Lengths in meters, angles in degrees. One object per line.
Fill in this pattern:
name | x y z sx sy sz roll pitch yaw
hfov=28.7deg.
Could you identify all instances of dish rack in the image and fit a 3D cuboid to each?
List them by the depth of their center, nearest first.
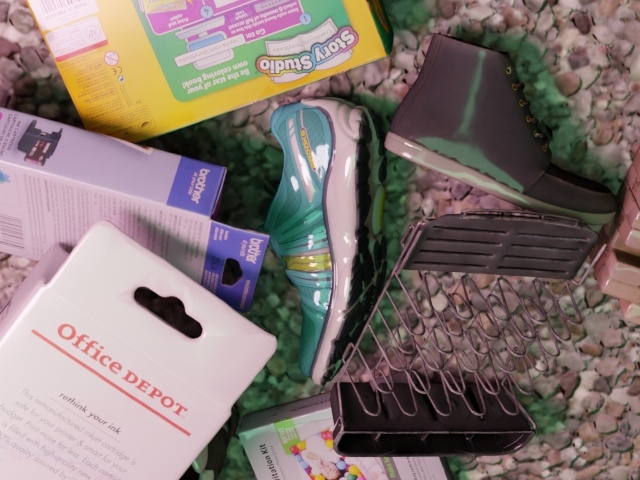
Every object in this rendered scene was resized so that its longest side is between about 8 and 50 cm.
dish rack | 0.134 0.086 1.122 0.208 0.074 0.271 3 133 -24

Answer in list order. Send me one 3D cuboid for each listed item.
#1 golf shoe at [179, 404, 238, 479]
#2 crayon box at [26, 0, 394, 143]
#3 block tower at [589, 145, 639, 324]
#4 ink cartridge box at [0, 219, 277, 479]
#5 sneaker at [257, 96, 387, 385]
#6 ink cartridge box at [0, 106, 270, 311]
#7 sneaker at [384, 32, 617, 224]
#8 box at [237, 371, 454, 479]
golf shoe | -0.167 0.276 1.269 0.105 0.120 0.273 17 115 -5
crayon box | -0.094 -0.198 1.075 0.278 0.081 0.165 -17 111 12
block tower | 0.338 -0.085 1.085 0.091 0.097 0.335 17 113 -4
ink cartridge box | -0.221 0.152 1.121 0.207 0.119 0.353 37 99 -15
sneaker | 0.000 0.000 1.162 0.110 0.107 0.275 9 111 21
ink cartridge box | -0.198 -0.028 1.118 0.311 0.065 0.186 17 153 -1
sneaker | 0.178 -0.095 1.099 0.222 0.083 0.118 20 101 -13
box | 0.028 0.222 1.273 0.186 0.038 0.145 -16 111 12
